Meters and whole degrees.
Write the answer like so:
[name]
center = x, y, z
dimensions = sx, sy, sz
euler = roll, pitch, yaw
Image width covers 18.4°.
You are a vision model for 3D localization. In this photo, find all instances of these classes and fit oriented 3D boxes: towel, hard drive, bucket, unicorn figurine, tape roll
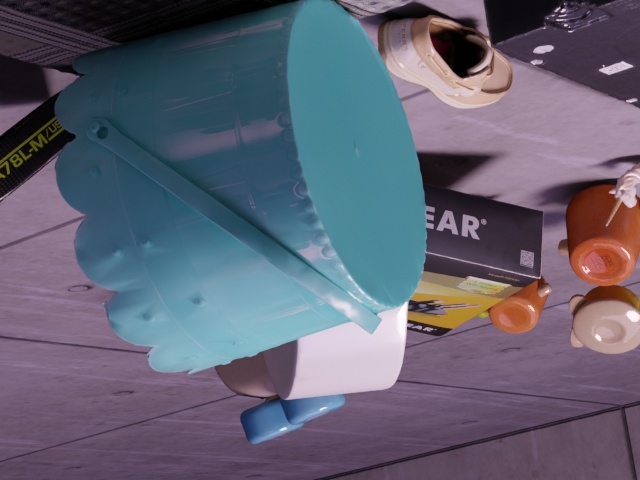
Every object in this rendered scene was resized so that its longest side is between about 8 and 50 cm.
[towel]
center = -0.119, -0.196, 1.457
dimensions = 0.312, 0.056, 0.324
euler = -13, 167, 31
[hard drive]
center = 0.321, -0.190, 1.663
dimensions = 0.237, 0.064, 0.339
euler = -18, 162, 33
[bucket]
center = -0.050, -0.043, 1.475
dimensions = 0.183, 0.281, 0.281
euler = -15, 164, 23
[unicorn figurine]
center = 0.392, -0.071, 2.192
dimensions = 0.162, 0.060, 0.111
euler = -32, 157, 20
[tape roll]
center = 0.000, 0.000, 1.781
dimensions = 0.100, 0.286, 0.286
euler = -6, 165, -10

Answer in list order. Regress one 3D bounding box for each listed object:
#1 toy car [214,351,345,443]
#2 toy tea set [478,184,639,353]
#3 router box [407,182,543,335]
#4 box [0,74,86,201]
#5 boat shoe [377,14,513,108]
[toy car]
center = 0.003, 0.092, 2.335
dimensions = 0.238, 0.219, 0.210
euler = -17, 171, -31
[toy tea set]
center = 0.235, 0.012, 2.311
dimensions = 0.336, 0.124, 0.200
euler = 8, 132, 7
[router box]
center = 0.047, 0.008, 2.107
dimensions = 0.309, 0.081, 0.243
euler = 13, 158, -19
[box]
center = -0.267, -0.058, 1.628
dimensions = 0.184, 0.045, 0.191
euler = -43, -171, -14
[boat shoe]
center = 0.121, -0.154, 1.693
dimensions = 0.059, 0.063, 0.170
euler = -12, 165, 39
